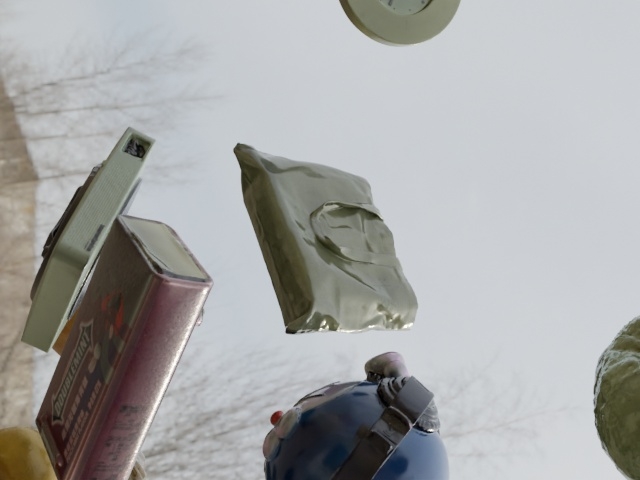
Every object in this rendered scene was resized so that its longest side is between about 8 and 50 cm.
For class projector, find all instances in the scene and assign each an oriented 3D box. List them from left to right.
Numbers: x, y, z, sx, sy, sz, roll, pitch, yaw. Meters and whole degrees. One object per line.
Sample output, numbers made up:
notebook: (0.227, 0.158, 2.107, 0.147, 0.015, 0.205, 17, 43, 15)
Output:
projector: (-0.339, -0.003, 1.390, 0.259, 0.079, 0.257, -55, -168, 47)

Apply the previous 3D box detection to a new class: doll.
doll: (0.052, 0.284, 1.256, 0.240, 0.310, 0.284, 39, -78, 11)

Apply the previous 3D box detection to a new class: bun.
bun: (0.331, 0.134, 0.836, 0.118, 0.195, 0.195, 96, -29, -51)

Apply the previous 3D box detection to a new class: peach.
peach: (-0.469, 0.369, 1.471, 0.179, 0.103, 0.179, -2, -96, 23)

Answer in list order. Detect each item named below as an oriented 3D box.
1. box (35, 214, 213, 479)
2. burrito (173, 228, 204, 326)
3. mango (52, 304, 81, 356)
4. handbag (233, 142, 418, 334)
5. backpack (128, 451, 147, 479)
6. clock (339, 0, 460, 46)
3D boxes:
box: (-0.176, 0.101, 0.851, 0.120, 0.069, 0.224, 44, -64, 49)
burrito: (-0.259, 0.066, 1.768, 0.203, 0.064, 0.064, 67, -28, 22)
mango: (-0.424, 0.190, 1.875, 0.187, 0.257, 0.138, 62, 42, -55)
handbag: (0.004, 0.003, 1.481, 0.109, 0.253, 0.315, -44, -125, 38)
backpack: (-0.381, 0.499, 1.670, 0.378, 0.201, 0.353, -168, -107, -75)
clock: (0.133, -0.442, 1.632, 0.029, 0.235, 0.234, -173, -106, -66)
